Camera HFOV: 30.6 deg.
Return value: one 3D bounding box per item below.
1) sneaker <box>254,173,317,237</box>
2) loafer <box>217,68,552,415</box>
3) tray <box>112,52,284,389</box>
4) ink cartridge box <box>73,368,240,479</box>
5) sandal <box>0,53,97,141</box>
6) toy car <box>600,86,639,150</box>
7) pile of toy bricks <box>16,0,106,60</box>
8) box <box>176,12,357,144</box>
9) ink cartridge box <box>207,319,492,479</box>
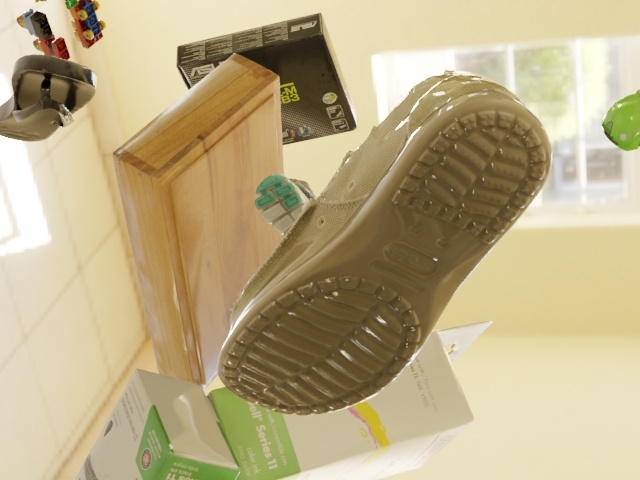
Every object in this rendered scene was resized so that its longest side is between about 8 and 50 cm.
[{"bbox_3d":[0.000,0.000,1.233,0.166,0.065,0.076,62,25,4],"label":"sneaker"},{"bbox_3d":[0.034,0.005,0.696,0.102,0.268,0.092,33,31,-19],"label":"loafer"},{"bbox_3d":[-0.127,-0.003,1.417,0.203,0.076,0.411,-45,153,-30],"label":"tray"},{"bbox_3d":[-0.184,0.263,1.209,0.208,0.087,0.153,-60,-147,16],"label":"ink cartridge box"},{"bbox_3d":[-0.331,-0.156,1.401,0.254,0.097,0.054,148,-53,-62],"label":"sandal"},{"bbox_3d":[0.354,-0.120,1.011,0.239,0.225,0.053,-114,-161,-47],"label":"toy car"},{"bbox_3d":[-0.359,-0.334,1.489,0.118,0.105,0.212,-46,144,-32],"label":"pile of toy bricks"},{"bbox_3d":[-0.065,-0.194,1.497,0.184,0.191,0.045,66,16,-54],"label":"box"},{"bbox_3d":[0.038,0.214,1.369,0.207,0.354,0.119,117,-44,-61],"label":"ink cartridge box"}]
